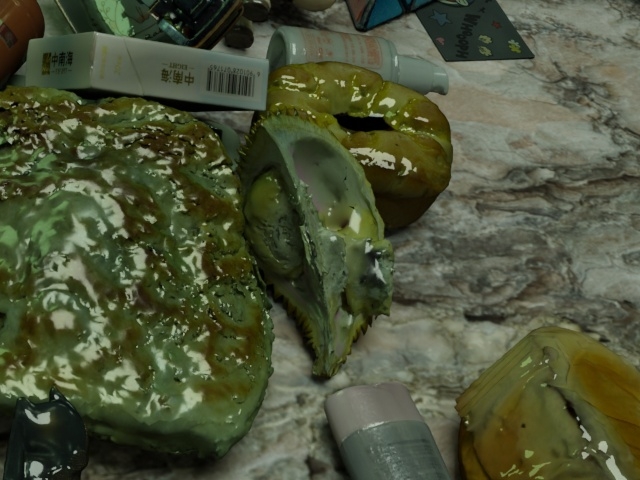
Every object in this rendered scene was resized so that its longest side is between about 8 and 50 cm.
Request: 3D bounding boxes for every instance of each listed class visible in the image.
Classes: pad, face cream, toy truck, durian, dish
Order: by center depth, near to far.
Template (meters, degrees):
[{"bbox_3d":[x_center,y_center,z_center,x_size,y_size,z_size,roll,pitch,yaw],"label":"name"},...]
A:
[{"bbox_3d":[0.096,0.268,1.406,0.107,0.073,0.269,-1,49,-31],"label":"face cream"},{"bbox_3d":[0.000,0.000,1.547,0.172,0.166,0.306,-10,90,-11],"label":"durian"},{"bbox_3d":[-0.208,-0.338,1.674,0.257,0.108,0.140,42,2,6],"label":"toy truck"},{"bbox_3d":[-0.245,-0.293,1.762,0.154,0.064,0.234,-31,72,-3],"label":"dish"},{"bbox_3d":[0.057,-0.229,1.842,0.252,0.101,0.101,3,48,-22],"label":"face cream"},{"bbox_3d":[0.213,-0.363,2.109,0.170,0.006,0.245,-5,51,-29],"label":"pad"}]

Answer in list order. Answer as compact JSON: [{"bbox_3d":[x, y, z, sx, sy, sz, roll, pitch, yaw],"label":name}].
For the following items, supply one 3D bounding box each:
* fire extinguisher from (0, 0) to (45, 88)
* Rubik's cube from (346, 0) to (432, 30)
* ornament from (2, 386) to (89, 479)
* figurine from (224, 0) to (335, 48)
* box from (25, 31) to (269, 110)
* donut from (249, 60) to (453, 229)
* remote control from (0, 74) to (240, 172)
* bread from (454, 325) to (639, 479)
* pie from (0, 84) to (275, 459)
[{"bbox_3d":[-0.443,-0.220,1.581,0.200,0.113,0.376,18,50,17],"label":"fire extinguisher"},{"bbox_3d":[0.122,-0.466,2.059,0.233,0.229,0.228,-66,134,-79],"label":"Rubik's cube"},{"bbox_3d":[-0.176,0.246,1.255,0.236,0.080,0.202,8,81,-12],"label":"ornament"},{"bbox_3d":[-0.128,-0.462,1.908,0.306,0.241,0.411,-18,66,-14],"label":"figurine"},{"bbox_3d":[-0.201,-0.192,1.587,0.243,0.155,0.067,3,90,-39],"label":"box"},{"bbox_3d":[0.038,-0.122,1.712,0.261,0.128,0.208,20,43,-6],"label":"donut"},{"bbox_3d":[-0.249,-0.135,1.662,0.310,0.038,0.090,13,45,-13],"label":"remote control"},{"bbox_3d":[0.279,0.271,1.432,0.236,0.183,0.388,18,35,-31],"label":"bread"},{"bbox_3d":[-0.237,0.035,1.409,0.395,0.180,0.418,2,53,-22],"label":"pie"}]
